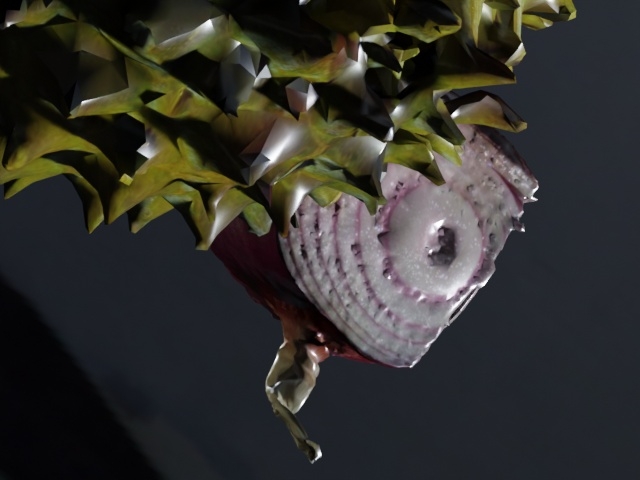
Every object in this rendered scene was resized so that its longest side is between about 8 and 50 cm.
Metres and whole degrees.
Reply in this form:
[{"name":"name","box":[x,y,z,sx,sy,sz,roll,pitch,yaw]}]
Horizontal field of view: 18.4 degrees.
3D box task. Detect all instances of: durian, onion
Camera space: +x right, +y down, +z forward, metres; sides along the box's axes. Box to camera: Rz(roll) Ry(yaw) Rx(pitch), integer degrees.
[{"name":"durian","box":[-0.037,-0.132,0.441,0.293,0.258,0.258,37,-175,-48]},{"name":"onion","box":[0.012,-0.025,1.512,0.230,0.272,0.256,16,130,62]}]
